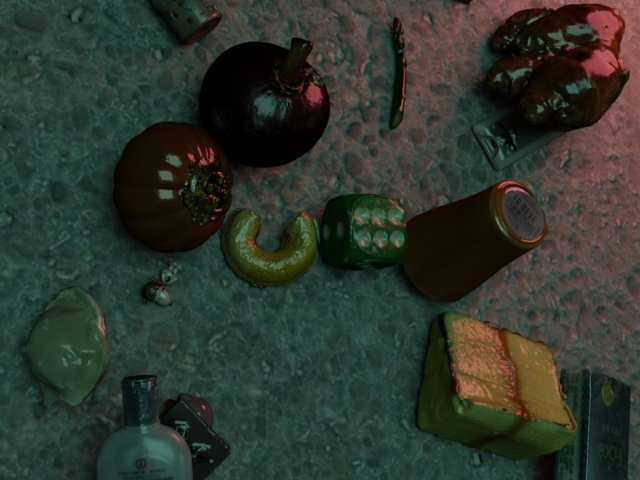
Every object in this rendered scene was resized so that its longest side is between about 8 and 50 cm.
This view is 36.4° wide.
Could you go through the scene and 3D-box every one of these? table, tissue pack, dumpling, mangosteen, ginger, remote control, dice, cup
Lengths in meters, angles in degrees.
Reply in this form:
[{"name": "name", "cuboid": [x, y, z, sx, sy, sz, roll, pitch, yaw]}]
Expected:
[{"name": "table", "cuboid": [-0.264, 0.377, 1.522, 0.240, 0.111, 0.121, -44, 97, -7]}, {"name": "tissue pack", "cuboid": [0.521, 0.387, 1.866, 0.185, 0.081, 0.257, 23, 68, -44]}, {"name": "dumpling", "cuboid": [-0.390, 0.171, 1.543, 0.136, 0.118, 0.199, 7, 85, 23]}, {"name": "mangosteen", "cuboid": [-0.083, -0.253, 1.693, 0.236, 0.261, 0.235, 15, 55, -22]}, {"name": "ginger", "cuboid": [0.482, -0.357, 1.977, 0.274, 0.152, 0.357, 14, 57, 1]}, {"name": "remote control", "cuboid": [0.464, -0.259, 2.037, 0.313, 0.055, 0.109, -29, 90, -25]}, {"name": "dice", "cuboid": [0.080, -0.016, 1.779, 0.128, 0.120, 0.130, 4, 78, -27]}, {"name": "cup", "cuboid": [0.299, -0.001, 1.807, 0.226, 0.264, 0.182, 3, 68, -33]}]

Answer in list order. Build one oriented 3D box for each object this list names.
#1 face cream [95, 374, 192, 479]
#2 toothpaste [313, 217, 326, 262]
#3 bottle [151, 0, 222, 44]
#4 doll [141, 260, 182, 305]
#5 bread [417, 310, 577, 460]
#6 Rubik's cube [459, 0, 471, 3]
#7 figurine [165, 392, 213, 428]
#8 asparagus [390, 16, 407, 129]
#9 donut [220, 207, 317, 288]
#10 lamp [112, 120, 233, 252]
[{"name": "face cream", "cuboid": [-0.260, 0.345, 1.428, 0.144, 0.071, 0.291, -4, 92, -7]}, {"name": "toothpaste", "cuboid": [0.000, 0.000, 1.809, 0.024, 0.015, 0.083, -21, 92, -26]}, {"name": "bottle", "cuboid": [-0.256, -0.439, 1.761, 0.099, 0.099, 0.152, -36, 91, -25]}, {"name": "doll", "cuboid": [-0.271, 0.073, 1.666, 0.058, 0.040, 0.085, 22, 74, -30]}, {"name": "bread", "cuboid": [0.334, 0.252, 1.799, 0.263, 0.198, 0.236, 20, 64, -19]}, {"name": "Rubik's cube", "cuboid": [0.293, -0.560, 2.015, 0.092, 0.092, 0.092, 15, 72, -19]}, {"name": "figurine", "cuboid": [-0.214, 0.292, 1.622, 0.071, 0.067, 0.083, -19, 84, 14]}, {"name": "asparagus", "cuboid": [0.156, -0.334, 1.943, 0.034, 0.027, 0.236, 11, 74, -31]}, {"name": "donut", "cuboid": [-0.084, 0.010, 1.738, 0.181, 0.078, 0.146, 5, 74, -19]}, {"name": "lamp", "cuboid": [-0.243, -0.088, 1.627, 0.223, 0.197, 0.223, -17, 111, -53]}]
